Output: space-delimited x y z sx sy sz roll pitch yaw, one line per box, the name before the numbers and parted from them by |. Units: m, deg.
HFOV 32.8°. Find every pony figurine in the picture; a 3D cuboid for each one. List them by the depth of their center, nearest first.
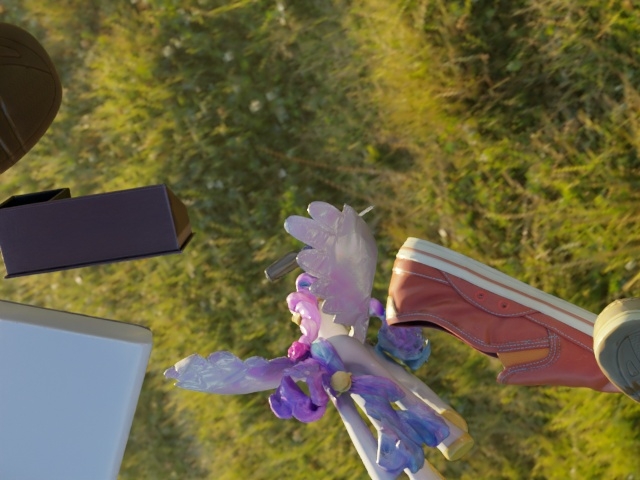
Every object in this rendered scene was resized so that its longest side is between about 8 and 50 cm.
pony figurine | 0.025 0.155 1.360 0.303 0.351 0.363 -44 63 6

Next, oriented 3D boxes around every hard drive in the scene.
hard drive | -0.280 0.201 0.907 0.040 0.210 0.318 -117 41 -66

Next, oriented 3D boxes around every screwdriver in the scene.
screwdriver | 0.000 0.000 1.412 0.024 0.170 0.025 53 174 20

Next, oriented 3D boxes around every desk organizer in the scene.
desk organizer | -0.160 -0.012 0.766 0.130 0.047 0.050 -8 106 8

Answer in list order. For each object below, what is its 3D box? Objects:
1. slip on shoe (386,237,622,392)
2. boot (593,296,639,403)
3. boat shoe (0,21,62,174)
slip on shoe | 0.215 0.104 1.081 0.331 0.101 0.123 24 175 14
boot | 0.321 0.044 0.917 0.095 0.262 0.203 124 150 -42
boat shoe | -0.346 -0.060 0.820 0.123 0.342 0.123 -9 119 43
